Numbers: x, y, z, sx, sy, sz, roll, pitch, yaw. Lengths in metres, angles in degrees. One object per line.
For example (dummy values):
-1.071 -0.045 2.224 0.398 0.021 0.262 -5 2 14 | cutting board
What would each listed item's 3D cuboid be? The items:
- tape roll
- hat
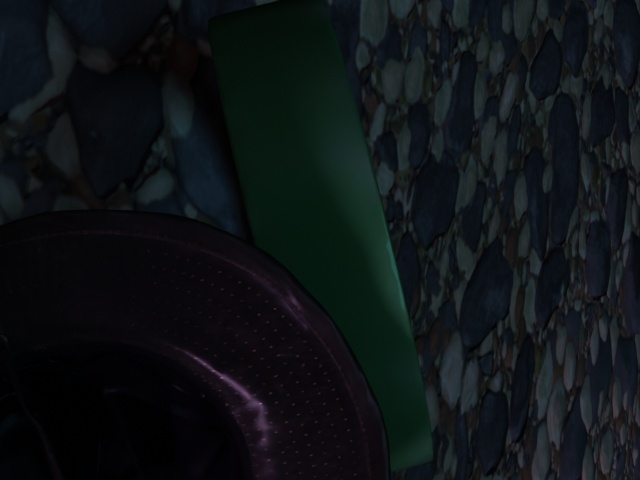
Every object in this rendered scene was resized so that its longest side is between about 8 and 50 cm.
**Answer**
0.000 0.000 0.798 0.321 0.077 0.321 166 -90 -89 | tape roll
-0.131 0.138 0.645 0.134 0.331 0.331 -163 -107 -83 | hat
